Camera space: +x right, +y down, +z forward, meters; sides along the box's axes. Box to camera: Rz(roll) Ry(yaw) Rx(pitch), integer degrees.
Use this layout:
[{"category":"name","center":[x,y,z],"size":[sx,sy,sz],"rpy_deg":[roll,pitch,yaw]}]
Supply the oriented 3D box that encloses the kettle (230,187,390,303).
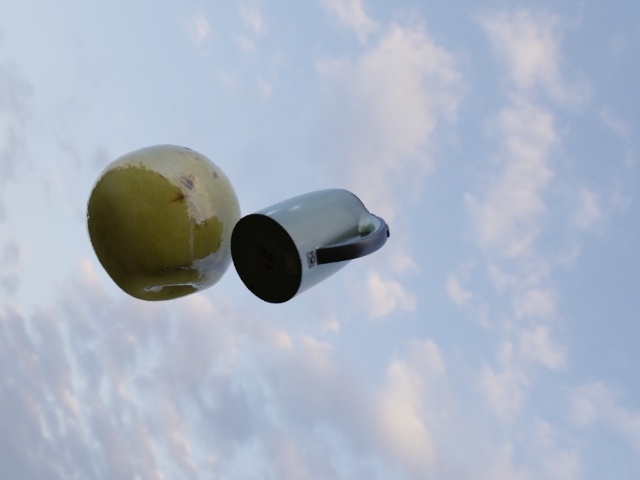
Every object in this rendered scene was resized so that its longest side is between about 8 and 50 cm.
[{"category":"kettle","center":[0.000,0.000,1.356],"size":[0.221,0.236,0.161],"rpy_deg":[5,-70,39]}]

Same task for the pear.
[{"category":"pear","center":[-0.298,-0.029,1.479],"size":[0.309,0.309,0.309],"rpy_deg":[28,-49,38]}]
